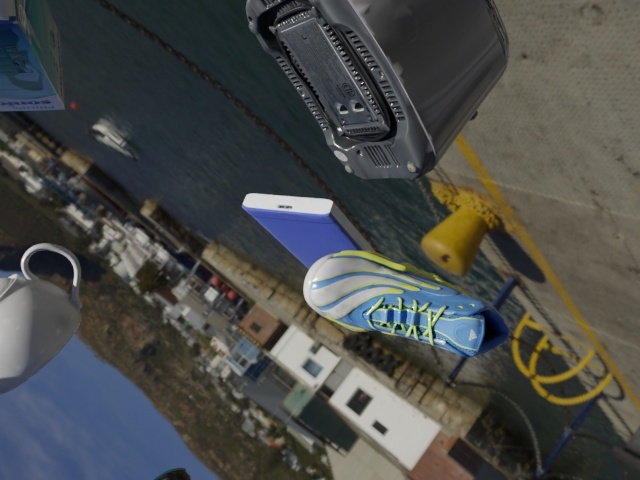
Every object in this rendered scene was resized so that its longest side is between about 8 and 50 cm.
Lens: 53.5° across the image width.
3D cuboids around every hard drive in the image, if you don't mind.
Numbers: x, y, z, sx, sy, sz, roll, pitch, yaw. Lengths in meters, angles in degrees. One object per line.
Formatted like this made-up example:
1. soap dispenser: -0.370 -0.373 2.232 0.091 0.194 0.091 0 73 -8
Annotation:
1. hard drive: 0.000 0.000 1.367 0.210 0.040 0.319 7 157 31

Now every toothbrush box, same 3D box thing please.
1. toothbrush box: -0.458 -0.263 0.794 0.216 0.126 0.295 -4 173 -12

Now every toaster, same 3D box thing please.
1. toaster: 0.048 -0.169 0.511 0.227 0.146 0.129 53 158 -22

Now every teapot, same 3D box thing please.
1. teapot: -0.601 0.151 1.215 0.252 0.256 0.187 -20 116 32

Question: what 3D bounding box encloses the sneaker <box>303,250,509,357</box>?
1. sneaker: 0.106 0.069 0.686 0.240 0.091 0.126 13 179 -27

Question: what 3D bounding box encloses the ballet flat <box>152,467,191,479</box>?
1. ballet flat: -0.370 0.572 1.365 0.095 0.280 0.096 8 -124 -40
